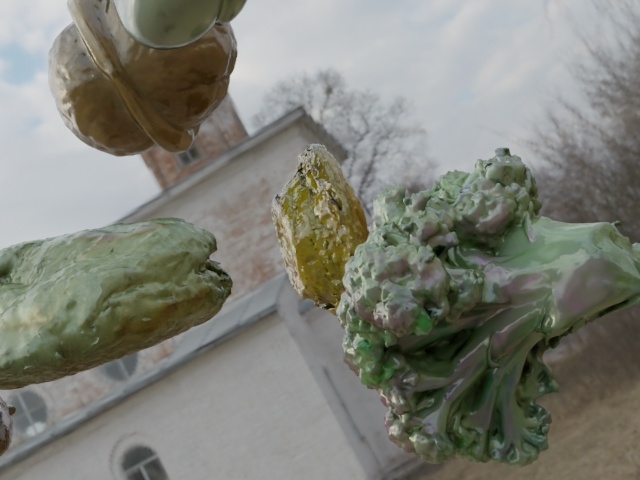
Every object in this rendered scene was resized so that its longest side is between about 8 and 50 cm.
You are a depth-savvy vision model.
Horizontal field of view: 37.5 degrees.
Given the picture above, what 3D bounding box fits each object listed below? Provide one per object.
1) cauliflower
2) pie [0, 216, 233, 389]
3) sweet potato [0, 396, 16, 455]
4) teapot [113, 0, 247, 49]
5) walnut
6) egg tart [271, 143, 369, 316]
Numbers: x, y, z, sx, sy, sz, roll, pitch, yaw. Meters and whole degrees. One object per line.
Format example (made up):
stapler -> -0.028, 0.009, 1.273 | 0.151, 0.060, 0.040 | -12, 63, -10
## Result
cauliflower -> 0.149, 0.037, 0.738 | 0.315, 0.239, 0.256 | -16, 33, 38
pie -> -0.162, 0.041, 0.605 | 0.248, 0.090, 0.201 | -16, -1, 42
sweet potato -> -0.338, 0.184, 0.969 | 0.050, 0.050, 0.214 | -26, 8, -14
teapot -> -0.129, -0.313, 0.986 | 0.149, 0.220, 0.318 | -1, 7, -20
walnut -> -0.267, -0.262, 1.416 | 0.296, 0.285, 0.285 | -30, -10, 13
egg tart -> 0.000, 0.000, 1.462 | 0.123, 0.294, 0.294 | -18, -12, -6
